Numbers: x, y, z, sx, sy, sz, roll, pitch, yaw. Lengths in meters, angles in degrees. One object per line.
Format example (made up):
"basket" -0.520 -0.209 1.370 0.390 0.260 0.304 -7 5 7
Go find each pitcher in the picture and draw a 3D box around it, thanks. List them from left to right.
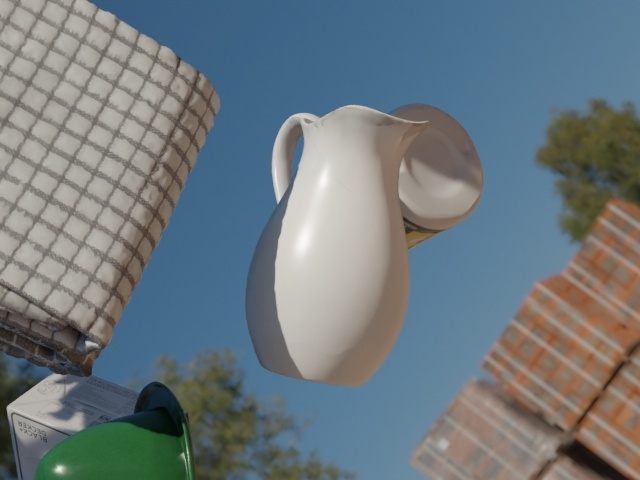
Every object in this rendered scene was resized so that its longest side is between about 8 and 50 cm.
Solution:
"pitcher" 0.000 0.000 1.035 0.125 0.177 0.207 9 -89 -28

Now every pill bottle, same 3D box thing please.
"pill bottle" 0.048 -0.038 1.247 0.119 0.119 0.208 -39 5 -37

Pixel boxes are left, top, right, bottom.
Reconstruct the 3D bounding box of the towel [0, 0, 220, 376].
"towel" -0.239 -0.065 0.915 0.121 0.283 0.235 -44 20 60

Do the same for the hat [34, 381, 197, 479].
"hat" -0.196 0.184 0.929 0.183 0.173 0.208 0 -50 -24

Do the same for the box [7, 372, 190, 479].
"box" -0.217 0.289 1.351 0.087 0.169 0.290 -39 -44 -48
